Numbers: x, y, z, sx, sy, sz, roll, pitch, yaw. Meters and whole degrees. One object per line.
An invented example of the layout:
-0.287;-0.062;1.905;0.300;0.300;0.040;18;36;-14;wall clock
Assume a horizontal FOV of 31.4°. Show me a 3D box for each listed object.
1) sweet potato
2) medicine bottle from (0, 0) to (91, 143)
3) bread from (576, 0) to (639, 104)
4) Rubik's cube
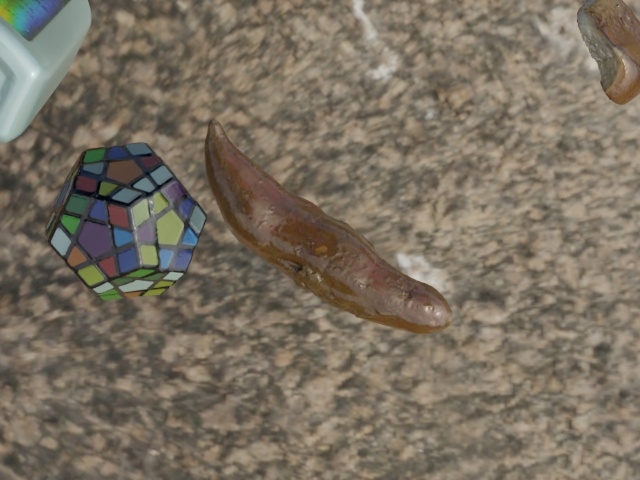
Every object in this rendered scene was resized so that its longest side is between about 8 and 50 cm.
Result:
-0.011;0.008;1.301;0.354;0.106;0.095;38;29;1;sweet potato
-0.208;-0.140;0.701;0.121;0.229;0.083;27;112;-12;medicine bottle
0.320;-0.213;1.218;0.126;0.044;0.129;57;39;-14;bread
-0.157;-0.015;0.917;0.111;0.133;0.133;25;77;-17;Rubik's cube
